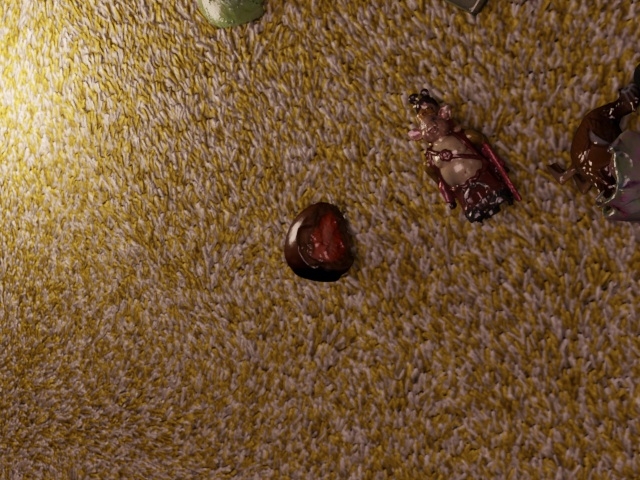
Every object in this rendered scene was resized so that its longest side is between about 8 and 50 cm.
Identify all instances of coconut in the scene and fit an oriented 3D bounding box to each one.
[{"bbox_3d":[-0.164,-0.458,1.589,0.158,0.055,0.133,-46,75,26],"label":"coconut"}]

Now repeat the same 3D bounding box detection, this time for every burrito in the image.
[{"bbox_3d":[0.489,-0.076,1.214,0.089,0.229,0.143,32,115,52],"label":"burrito"}]

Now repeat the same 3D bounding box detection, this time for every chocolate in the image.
[{"bbox_3d":[0.000,0.000,1.540,0.127,0.124,0.133,6,68,27],"label":"chocolate"}]

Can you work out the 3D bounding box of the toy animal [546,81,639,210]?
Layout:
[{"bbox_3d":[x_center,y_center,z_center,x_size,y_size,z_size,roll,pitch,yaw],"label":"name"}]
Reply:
[{"bbox_3d":[0.431,-0.135,1.277,0.089,0.188,0.179,18,132,-19],"label":"toy animal"}]

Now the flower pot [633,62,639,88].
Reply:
[{"bbox_3d":[0.561,-0.279,1.173,0.235,0.235,0.148,8,81,26],"label":"flower pot"}]

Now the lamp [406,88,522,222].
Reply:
[{"bbox_3d":[0.219,-0.147,1.407,0.118,0.118,0.253,-34,83,27],"label":"lamp"}]

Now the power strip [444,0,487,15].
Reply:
[{"bbox_3d":[0.216,-0.431,1.412,0.169,0.028,0.076,33,111,21],"label":"power strip"}]
